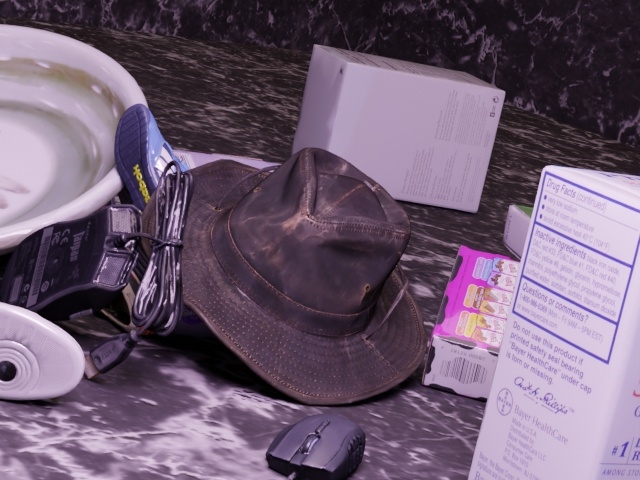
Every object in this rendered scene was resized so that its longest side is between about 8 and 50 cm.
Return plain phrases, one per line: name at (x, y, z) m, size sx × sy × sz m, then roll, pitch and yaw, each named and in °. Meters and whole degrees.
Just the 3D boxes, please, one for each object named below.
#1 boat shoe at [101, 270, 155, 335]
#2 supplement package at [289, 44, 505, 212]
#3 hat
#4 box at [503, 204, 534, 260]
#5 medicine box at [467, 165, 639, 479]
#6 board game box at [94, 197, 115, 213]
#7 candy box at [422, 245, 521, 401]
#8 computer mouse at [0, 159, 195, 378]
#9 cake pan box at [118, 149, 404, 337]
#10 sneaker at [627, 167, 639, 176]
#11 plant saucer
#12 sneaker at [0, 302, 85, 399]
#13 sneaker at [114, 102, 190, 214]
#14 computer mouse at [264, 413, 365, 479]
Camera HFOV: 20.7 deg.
boat shoe at (-0.199, 0.056, 1.722) m, size 0.043 × 0.049 × 0.137 m, roll 1°, pitch 22°, yaw -38°
supplement package at (0.116, -0.178, 2.757) m, size 0.263 × 0.199 × 0.198 m, roll 9°, pitch 12°, yaw -18°
hat at (0.000, 0.000, 1.674) m, size 0.331 × 0.134 × 0.331 m, roll 27°, pitch 33°, yaw -19°
box at (0.393, 0.032, 2.008) m, size 0.322 × 0.058 × 0.232 m, roll 10°, pitch 12°, yaw -13°
medicine box at (0.293, 0.101, 1.434) m, size 0.263 × 0.289 × 0.149 m, roll 5°, pitch 14°, yaw -32°
board game box at (-0.300, -0.086, 2.027) m, size 0.194 × 0.194 × 0.060 m, roll 26°, pitch 9°, yaw -8°
candy box at (0.233, 0.102, 1.763) m, size 0.233 × 0.071 × 0.159 m, roll 14°, pitch 38°, yaw 8°
computer mouse at (-0.198, 0.052, 1.587) m, size 0.262 × 0.184 × 0.060 m, roll -24°, pitch -40°, yaw 38°
cake pan box at (-0.070, 0.007, 1.834) m, size 0.267 × 0.070 × 0.246 m, roll 6°, pitch 35°, yaw -27°
sneaker at (0.354, -0.011, 1.729) m, size 0.124 × 0.107 × 0.283 m, roll 25°, pitch -15°, yaw -12°
plant saucer at (-0.377, -0.084, 1.842) m, size 0.400 × 0.100 × 0.400 m, roll 1°, pitch 40°, yaw -1°
sneaker at (-0.297, 0.070, 1.468) m, size 0.217 × 0.079 × 0.121 m, roll 11°, pitch 13°, yaw -2°
sneaker at (-0.161, -0.067, 1.746) m, size 0.053 × 0.144 × 0.059 m, roll -27°, pitch -16°, yaw 39°
computer mouse at (-0.024, 0.173, 1.374) m, size 0.071 × 0.041 × 0.242 m, roll 17°, pitch 13°, yaw 17°
